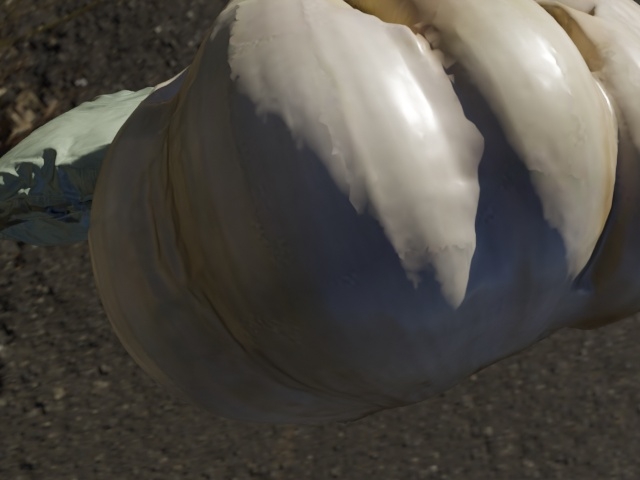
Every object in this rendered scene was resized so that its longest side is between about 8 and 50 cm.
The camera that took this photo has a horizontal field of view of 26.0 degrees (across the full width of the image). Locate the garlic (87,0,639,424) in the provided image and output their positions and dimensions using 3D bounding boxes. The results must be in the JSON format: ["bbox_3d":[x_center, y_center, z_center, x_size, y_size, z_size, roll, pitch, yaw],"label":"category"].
[{"bbox_3d":[0.033,-0.036,0.594,0.281,0.185,0.203,-21,84,5],"label":"garlic"}]

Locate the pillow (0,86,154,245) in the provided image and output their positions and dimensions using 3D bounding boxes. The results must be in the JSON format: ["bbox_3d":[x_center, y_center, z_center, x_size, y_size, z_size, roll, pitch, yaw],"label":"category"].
[{"bbox_3d":[-0.228,-0.090,1.633,0.310,0.283,0.138,-44,126,-54],"label":"pillow"}]
